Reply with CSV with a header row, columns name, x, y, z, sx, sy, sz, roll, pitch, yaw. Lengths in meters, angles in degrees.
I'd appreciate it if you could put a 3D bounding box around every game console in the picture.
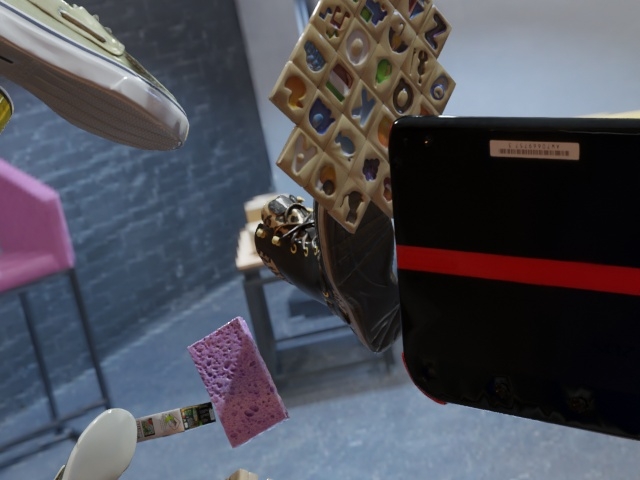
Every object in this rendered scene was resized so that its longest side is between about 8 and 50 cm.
name,x,y,z,sx,sy,sz,roll,pitch,yaw
game console,0.245,0.036,1.216,0.387,0.342,0.060,5,15,38

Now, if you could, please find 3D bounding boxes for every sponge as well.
name,x,y,z,sx,sy,sz,roll,pitch,yaw
sponge,-0.150,0.257,2.063,0.117,0.210,0.031,-30,-17,10

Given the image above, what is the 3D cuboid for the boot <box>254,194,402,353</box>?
name,x,y,z,sx,sy,sz,roll,pitch,yaw
boot,0.000,0.000,1.928,0.138,0.377,0.284,-41,47,-17

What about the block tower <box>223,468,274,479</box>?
name,x,y,z,sx,sy,sz,roll,pitch,yaw
block tower,-0.023,0.449,1.747,0.097,0.335,0.091,-41,36,37

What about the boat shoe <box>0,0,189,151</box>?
name,x,y,z,sx,sy,sz,roll,pitch,yaw
boat shoe,-0.248,-0.188,1.110,0.302,0.094,0.109,31,-27,-33

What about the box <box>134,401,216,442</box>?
name,x,y,z,sx,sy,sz,roll,pitch,yaw
box,-0.242,0.285,1.766,0.114,0.036,0.207,-14,-7,6

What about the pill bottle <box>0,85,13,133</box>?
name,x,y,z,sx,sy,sz,roll,pitch,yaw
pill bottle,-0.594,-0.181,1.889,0.103,0.103,0.184,-5,42,25

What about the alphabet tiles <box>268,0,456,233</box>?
name,x,y,z,sx,sy,sz,roll,pitch,yaw
alphabet tiles,0.065,-0.198,1.502,0.011,0.285,0.342,9,66,44

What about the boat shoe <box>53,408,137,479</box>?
name,x,y,z,sx,sy,sz,roll,pitch,yaw
boat shoe,-0.321,0.323,1.515,0.070,0.078,0.219,-4,56,59
